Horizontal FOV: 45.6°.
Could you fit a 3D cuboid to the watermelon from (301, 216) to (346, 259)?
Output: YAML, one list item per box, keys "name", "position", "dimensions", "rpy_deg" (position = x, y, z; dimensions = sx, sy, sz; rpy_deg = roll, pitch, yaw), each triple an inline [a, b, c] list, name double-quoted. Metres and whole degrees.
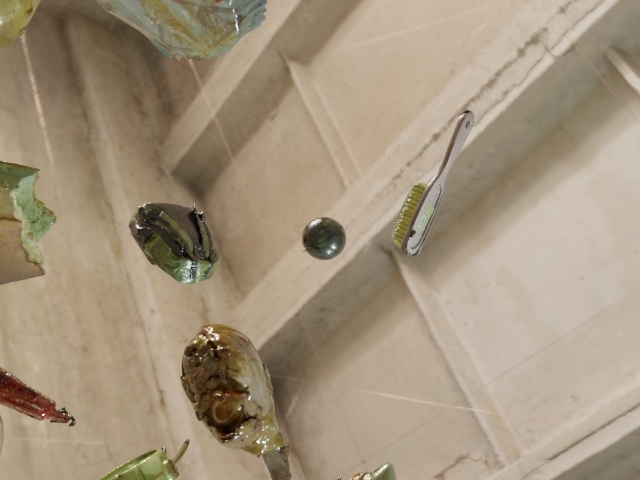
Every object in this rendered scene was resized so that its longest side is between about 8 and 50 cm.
- name: "watermelon"
  position: [0.000, 0.000, 1.827]
  dimensions: [0.105, 0.133, 0.105]
  rpy_deg: [22, -56, 37]

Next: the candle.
- name: "candle"
  position: [-0.651, 0.318, 1.612]
  dimensions: [0.302, 0.059, 0.084]
  rpy_deg: [25, -77, 1]

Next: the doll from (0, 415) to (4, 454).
- name: "doll"
  position: [-0.740, 0.340, 1.324]
  dimensions: [0.247, 0.350, 0.247]
  rpy_deg: [-52, -159, 29]

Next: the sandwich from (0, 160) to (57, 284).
- name: "sandwich"
  position: [-0.450, -0.003, 0.999]
  dimensions: [0.220, 0.186, 0.108]
  rpy_deg: [119, -24, -46]

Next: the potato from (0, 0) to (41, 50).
- name: "potato"
  position: [-0.353, -0.269, 0.784]
  dimensions: [0.137, 0.137, 0.175]
  rpy_deg: [-28, -137, 31]

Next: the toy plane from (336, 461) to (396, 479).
- name: "toy plane"
  position: [0.023, 0.444, 1.120]
  dimensions: [0.108, 0.092, 0.286]
  rpy_deg: [30, -88, 16]

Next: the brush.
- name: "brush"
  position: [0.218, -0.120, 1.508]
  dimensions: [0.067, 0.072, 0.312]
  rpy_deg: [25, -89, 31]

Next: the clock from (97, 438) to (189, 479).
- name: "clock"
  position: [-0.345, 0.449, 1.432]
  dimensions: [0.170, 0.232, 0.069]
  rpy_deg: [-29, -93, 35]

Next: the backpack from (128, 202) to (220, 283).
- name: "backpack"
  position: [-0.373, 0.000, 2.008]
  dimensions: [0.253, 0.207, 0.140]
  rpy_deg: [49, -59, 28]

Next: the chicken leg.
- name: "chicken leg"
  position: [-0.169, 0.386, 1.637]
  dimensions: [0.182, 0.409, 0.295]
  rpy_deg: [-24, -162, -3]

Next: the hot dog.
- name: "hot dog"
  position: [-0.181, -0.303, 0.807]
  dimensions: [0.163, 0.270, 0.081]
  rpy_deg: [-34, -150, 32]
